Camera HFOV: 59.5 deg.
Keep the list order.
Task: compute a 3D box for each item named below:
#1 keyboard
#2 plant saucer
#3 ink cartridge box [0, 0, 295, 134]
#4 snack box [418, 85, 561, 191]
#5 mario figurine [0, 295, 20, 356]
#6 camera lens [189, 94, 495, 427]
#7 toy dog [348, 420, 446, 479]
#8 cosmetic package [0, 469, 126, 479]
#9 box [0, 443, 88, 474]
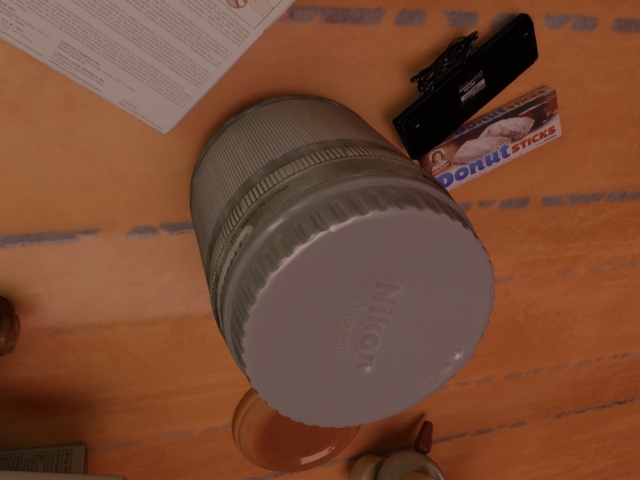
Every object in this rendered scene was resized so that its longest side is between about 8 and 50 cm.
[{"bbox_3d":[0.154,-0.181,0.616,0.192,0.038,0.100,-40,139,-4],"label":"keyboard"},{"bbox_3d":[-0.024,0.263,0.801,0.200,0.037,0.199,-9,121,-15],"label":"plant saucer"},{"bbox_3d":[-0.132,-0.204,0.434,0.181,0.056,0.225,30,127,-34],"label":"ink cartridge box"},{"bbox_3d":[0.204,-0.118,0.672,0.178,0.022,0.064,-26,123,-3],"label":"snack box"},{"bbox_3d":[-0.454,0.072,0.483,0.170,0.198,0.321,-38,138,25],"label":"mario figurine"},{"bbox_3d":[0.000,0.000,0.517,0.220,0.274,0.219,-8,121,-14],"label":"camera lens"},{"bbox_3d":[0.197,0.415,0.897,0.161,0.220,0.333,-55,135,-23],"label":"toy dog"},{"bbox_3d":[-0.377,0.404,0.411,0.394,0.329,0.327,15,110,-25],"label":"cosmetic package"},{"bbox_3d":[-0.436,0.336,0.635,0.312,0.148,0.121,4,117,-20],"label":"box"}]
